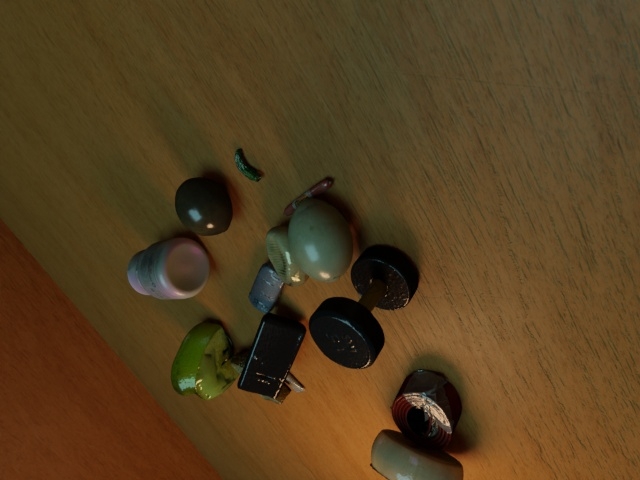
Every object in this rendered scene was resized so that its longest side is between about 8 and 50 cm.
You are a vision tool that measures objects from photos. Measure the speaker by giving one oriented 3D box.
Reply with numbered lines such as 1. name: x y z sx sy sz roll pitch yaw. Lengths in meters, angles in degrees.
1. speaker: -0.205 0.454 1.894 0.179 0.184 0.389 20 107 -10

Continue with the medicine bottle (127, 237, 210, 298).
1. medicine bottle: -0.624 0.119 1.917 0.301 0.241 0.241 -8 119 41

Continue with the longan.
1. longan: -0.392 -0.110 1.591 0.197 0.198 0.213 5 124 35

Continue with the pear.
1. pear: -0.562 0.588 2.197 0.238 0.318 0.343 7 128 28

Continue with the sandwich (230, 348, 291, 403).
1. sandwich: -0.287 0.620 2.164 0.273 0.095 0.249 48 155 -7

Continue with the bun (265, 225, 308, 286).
1. bun: -0.089 0.044 1.543 0.222 0.127 0.223 53 158 32

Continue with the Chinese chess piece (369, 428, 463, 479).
1. Chinese chess piece: 0.349 0.820 1.723 0.337 0.141 0.338 19 170 3

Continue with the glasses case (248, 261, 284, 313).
1. glasses case: -0.201 0.182 1.777 0.109 0.067 0.283 34 140 6

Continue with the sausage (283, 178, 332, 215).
1. sausage: -0.043 -0.128 1.422 0.034 0.034 0.253 50 139 -8

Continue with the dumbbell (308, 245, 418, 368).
1. dumbbell: 0.129 0.180 1.328 0.203 0.322 0.204 20 134 23

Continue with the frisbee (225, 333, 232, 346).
1. frisbee: -0.468 0.473 2.267 0.110 0.014 0.110 21 135 22

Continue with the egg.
1. egg: 0.000 0.000 1.375 0.186 0.186 0.254 -15 96 44

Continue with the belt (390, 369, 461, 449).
1. belt: 0.367 0.592 1.649 0.227 0.115 0.324 15 131 27

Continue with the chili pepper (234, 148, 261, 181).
1. chili pepper: -0.233 -0.230 1.484 0.055 0.035 0.118 -35 90 35

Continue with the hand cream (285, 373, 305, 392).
1. hand cream: -0.150 0.618 2.130 0.194 0.042 0.067 47 131 -12
